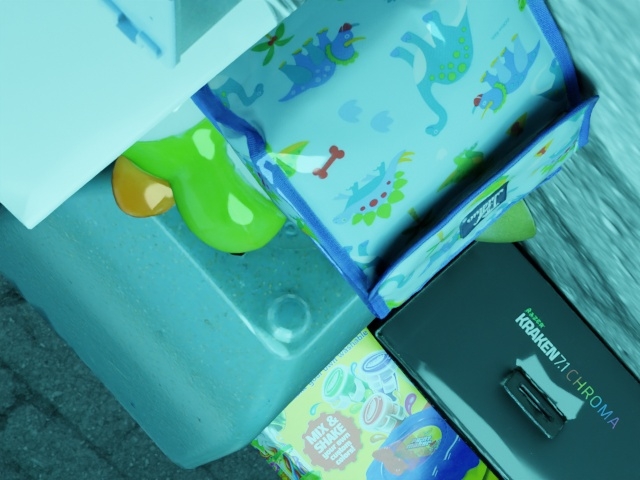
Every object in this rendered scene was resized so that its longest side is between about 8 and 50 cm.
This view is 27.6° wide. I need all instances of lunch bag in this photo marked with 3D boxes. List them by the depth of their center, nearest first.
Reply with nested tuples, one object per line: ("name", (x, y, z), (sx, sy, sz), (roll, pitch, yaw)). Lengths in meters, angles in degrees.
("lunch bag", (0.038, -0.047, 0.536), (0.096, 0.129, 0.151), (48, 178, 43))

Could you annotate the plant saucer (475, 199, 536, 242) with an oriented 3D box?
("plant saucer", (0.058, -0.081, 0.920), (0.241, 0.037, 0.241), (49, 178, 2))

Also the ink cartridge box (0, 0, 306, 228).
("ink cartridge box", (-0.056, -0.110, 0.423), (0.082, 0.190, 0.139), (49, 179, -28))

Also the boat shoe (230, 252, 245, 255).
("boat shoe", (-0.103, -0.094, 1.093), (0.355, 0.130, 0.132), (65, 171, -9))

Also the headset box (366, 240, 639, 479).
("headset box", (0.169, 0.124, 1.104), (0.246, 0.131, 0.283), (48, 178, 2))

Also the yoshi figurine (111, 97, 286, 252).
("yoshi figurine", (-0.068, -0.174, 0.645), (0.203, 0.203, 0.362), (-8, 118, 39))

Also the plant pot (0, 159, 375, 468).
("plant pot", (-0.054, -0.013, 0.869), (0.248, 0.247, 0.252), (49, 161, -7))

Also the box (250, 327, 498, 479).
("box", (0.078, 0.149, 1.341), (0.279, 0.290, 0.177), (48, 179, -4))
